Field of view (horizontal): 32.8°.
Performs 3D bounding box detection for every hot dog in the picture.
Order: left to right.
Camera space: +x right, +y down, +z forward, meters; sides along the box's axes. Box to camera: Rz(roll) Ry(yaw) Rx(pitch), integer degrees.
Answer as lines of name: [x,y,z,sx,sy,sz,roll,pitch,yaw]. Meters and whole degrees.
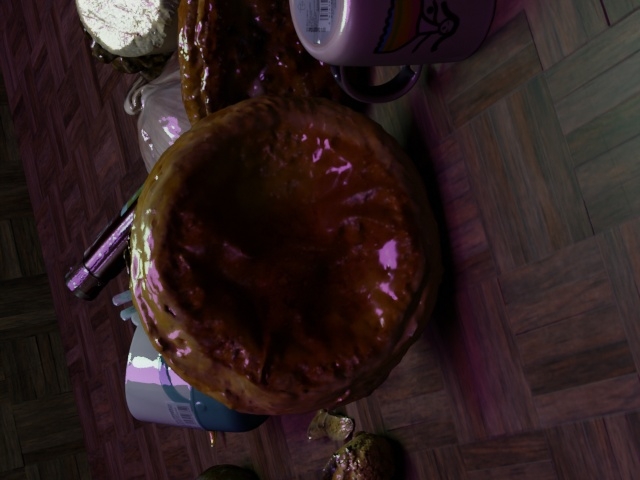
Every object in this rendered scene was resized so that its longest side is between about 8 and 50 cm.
hot dog: [-0.082,-0.290,1.610,0.174,0.267,0.387,-134,42,-73]

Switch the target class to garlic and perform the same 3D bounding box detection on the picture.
garlic: [-0.187,-0.216,1.852,0.241,0.322,0.322,53,161,-21]

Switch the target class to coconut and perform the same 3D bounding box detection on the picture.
coconut: [-0.283,-0.439,1.875,0.239,0.244,0.239,9,112,23]

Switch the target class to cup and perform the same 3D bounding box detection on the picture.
cup: [-0.195,0.244,1.995,0.258,0.290,0.219,5,73,22]
cup: [0.075,-0.286,1.367,0.191,0.200,0.252,54,144,40]

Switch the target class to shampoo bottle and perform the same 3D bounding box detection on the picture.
shampoo bottle: [-0.362,-0.016,2.048,0.323,0.084,0.129,-45,12,24]

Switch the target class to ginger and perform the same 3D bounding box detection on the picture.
ginger: [0.011,0.318,1.868,0.057,0.044,0.137,61,154,-3]

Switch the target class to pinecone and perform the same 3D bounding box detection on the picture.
pinecone: [-0.351,-0.445,2.105,0.309,0.244,0.244,-127,37,-58]

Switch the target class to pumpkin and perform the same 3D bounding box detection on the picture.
pumpkin: [-0.192,0.572,2.234,0.219,0.162,0.219,-48,32,44]

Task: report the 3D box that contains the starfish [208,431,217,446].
starfish: [-0.273,0.284,2.356,0.301,0.084,0.293,52,141,36]

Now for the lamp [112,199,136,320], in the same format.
lamp: [-0.310,0.048,2.170,0.247,0.248,0.301,83,161,-53]

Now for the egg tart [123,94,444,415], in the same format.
egg tart: [-0.050,0.024,1.500,0.178,0.443,0.443,162,97,-78]

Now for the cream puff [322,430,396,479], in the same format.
cream puff: [0.065,0.359,1.700,0.104,0.119,0.133,43,152,18]
